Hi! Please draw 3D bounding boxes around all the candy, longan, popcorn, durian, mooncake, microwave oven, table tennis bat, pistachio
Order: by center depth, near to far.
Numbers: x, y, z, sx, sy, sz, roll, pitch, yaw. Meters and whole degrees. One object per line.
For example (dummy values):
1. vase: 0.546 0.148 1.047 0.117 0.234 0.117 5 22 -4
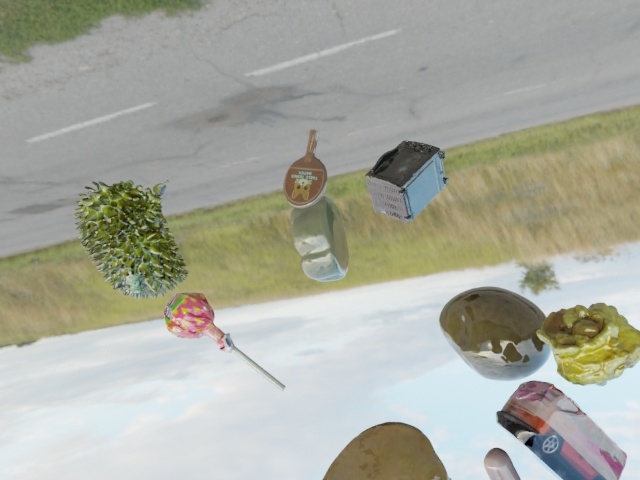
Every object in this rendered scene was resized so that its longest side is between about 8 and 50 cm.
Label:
1. durian: -0.246 0.014 0.675 0.137 0.096 0.221 -3 138 -9
2. pistachio: 0.080 0.383 0.703 0.212 0.261 0.163 -4 161 10
3. popcorn: 0.581 0.214 1.121 0.197 0.156 0.197 -27 -170 5
4. table tennis bat: -0.003 -0.142 1.148 0.107 0.170 0.119 8 174 31
5. candy: -0.234 0.257 1.289 0.124 0.365 0.124 -50 166 -18
6. longan: 0.522 0.271 1.573 0.288 0.289 0.350 -9 -160 -29
7. mooncake: 0.000 0.000 1.607 0.135 0.275 0.275 -16 176 14
8. microwave oven: 0.301 -0.213 1.816 0.178 0.188 0.247 25 -124 39

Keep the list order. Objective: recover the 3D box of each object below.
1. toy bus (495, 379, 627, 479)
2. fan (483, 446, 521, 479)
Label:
1. toy bus: 0.517 0.427 1.124 0.147 0.302 0.127 -49 -162 -11
2. fan: 0.414 0.551 1.102 0.130 0.245 0.074 -30 -176 -42
